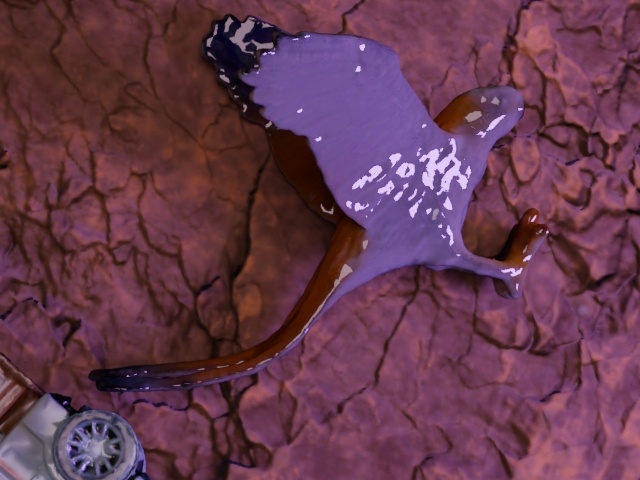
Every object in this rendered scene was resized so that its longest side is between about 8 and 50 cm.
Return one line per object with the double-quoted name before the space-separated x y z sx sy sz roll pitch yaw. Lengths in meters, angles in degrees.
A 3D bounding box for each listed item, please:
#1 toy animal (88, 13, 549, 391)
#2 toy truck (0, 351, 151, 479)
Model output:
"toy animal" 0.022 0.004 1.225 0.302 0.225 0.284 16 92 -17
"toy truck" -0.257 0.116 1.141 0.305 0.136 0.162 40 79 5
